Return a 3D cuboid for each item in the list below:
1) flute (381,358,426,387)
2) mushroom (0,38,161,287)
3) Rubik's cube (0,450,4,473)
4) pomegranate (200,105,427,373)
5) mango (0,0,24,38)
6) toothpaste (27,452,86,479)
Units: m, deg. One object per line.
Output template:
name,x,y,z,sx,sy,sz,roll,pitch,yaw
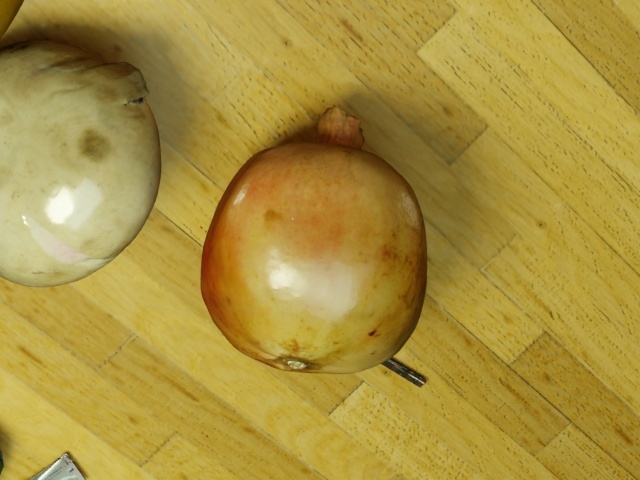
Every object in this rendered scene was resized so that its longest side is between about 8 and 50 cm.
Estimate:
flute,0.020,0.103,1.704,0.269,0.014,0.014,33,104,-25
mushroom,-0.259,-0.075,1.450,0.255,0.255,0.184,-46,150,10
Rubik's cube,-0.400,0.245,1.626,0.111,0.111,0.093,-4,88,-11
pomegranate,0.000,0.000,1.522,0.229,0.252,0.270,5,75,13
mango,-0.390,-0.260,1.269,0.300,0.232,0.445,46,62,-36
toothpaste,-0.350,0.301,1.701,0.170,0.028,0.045,-30,111,0
